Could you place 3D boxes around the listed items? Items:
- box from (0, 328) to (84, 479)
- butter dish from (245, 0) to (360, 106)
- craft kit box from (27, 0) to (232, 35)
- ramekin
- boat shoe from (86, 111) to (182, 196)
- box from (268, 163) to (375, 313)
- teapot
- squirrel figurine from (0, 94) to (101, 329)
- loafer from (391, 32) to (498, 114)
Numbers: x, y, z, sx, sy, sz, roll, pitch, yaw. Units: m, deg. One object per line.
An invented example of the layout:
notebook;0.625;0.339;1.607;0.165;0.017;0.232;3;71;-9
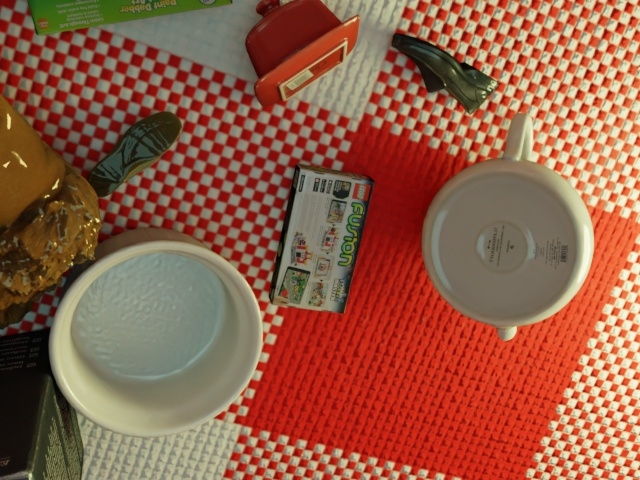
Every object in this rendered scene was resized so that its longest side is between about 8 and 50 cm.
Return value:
box;-0.463;0.299;1.098;0.294;0.395;0.212;-9;109;-9
butter dish;-0.040;-0.264;1.158;0.160;0.160;0.118;-35;89;-1
craft kit box;-0.249;-0.388;1.067;0.250;0.061;0.246;-9;119;-2
ramekin;-0.228;0.115;1.218;0.277;0.135;0.277;-5;108;-17
boat shoe;-0.251;-0.117;1.204;0.153;0.048;0.056;-45;99;-3
box;0.000;0.000;1.294;0.114;0.036;0.207;9;105;-15
teapot;0.272;-0.009;1.279;0.256;0.187;0.252;-42;84;21
squirrel figurine;-0.482;-0.011;1.041;0.370;0.281;0.397;-47;123;-10
loafer;0.167;-0.233;1.244;0.170;0.062;0.061;25;105;-17
